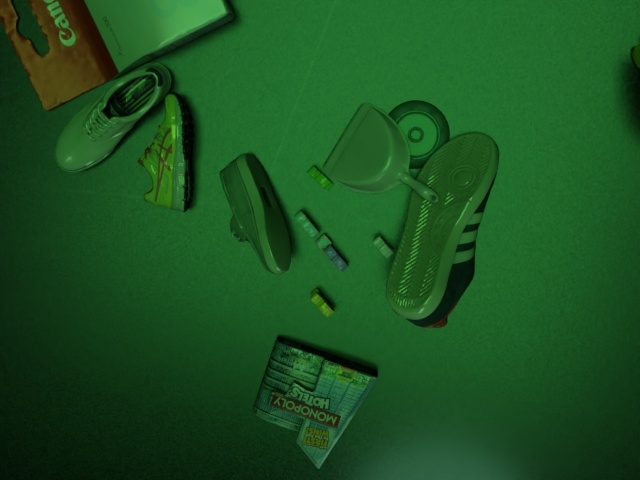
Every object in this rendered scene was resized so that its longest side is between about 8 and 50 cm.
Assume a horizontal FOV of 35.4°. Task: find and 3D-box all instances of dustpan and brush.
[{"bbox_3d":[0.117,-0.124,1.704,0.211,0.060,0.147,40,103,39],"label":"dustpan and brush"}]

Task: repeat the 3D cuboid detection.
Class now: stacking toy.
[{"bbox_3d":[0.000,0.000,1.756,0.167,0.052,0.221,-42,91,7],"label":"stacking toy"}]

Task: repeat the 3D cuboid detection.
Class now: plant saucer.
[{"bbox_3d":[0.165,-0.184,1.739,0.119,0.021,0.119,1,97,4],"label":"plant saucer"}]

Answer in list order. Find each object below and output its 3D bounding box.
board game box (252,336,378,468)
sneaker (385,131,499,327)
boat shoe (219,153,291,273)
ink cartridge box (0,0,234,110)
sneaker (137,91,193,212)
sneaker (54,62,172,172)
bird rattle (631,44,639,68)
[{"bbox_3d":[-0.019,0.296,1.787,0.194,0.060,0.194,18,97,2],"label":"board game box"},{"bbox_3d":[0.222,-0.012,1.716,0.131,0.148,0.350,17,75,35],"label":"sneaker"},{"bbox_3d":[-0.117,-0.037,1.728,0.081,0.079,0.227,-28,69,24],"label":"boat shoe"},{"bbox_3d":[-0.383,-0.441,1.714,0.385,0.091,0.308,-25,94,5],"label":"ink cartridge box"},{"bbox_3d":[-0.273,-0.154,1.744,0.094,0.081,0.209,3,97,6],"label":"sneaker"},{"bbox_3d":[-0.370,-0.217,1.737,0.258,0.091,0.094,-44,92,7],"label":"sneaker"},{"bbox_3d":[0.575,-0.222,1.626,0.143,0.207,0.254,-1,87,22],"label":"bird rattle"}]
